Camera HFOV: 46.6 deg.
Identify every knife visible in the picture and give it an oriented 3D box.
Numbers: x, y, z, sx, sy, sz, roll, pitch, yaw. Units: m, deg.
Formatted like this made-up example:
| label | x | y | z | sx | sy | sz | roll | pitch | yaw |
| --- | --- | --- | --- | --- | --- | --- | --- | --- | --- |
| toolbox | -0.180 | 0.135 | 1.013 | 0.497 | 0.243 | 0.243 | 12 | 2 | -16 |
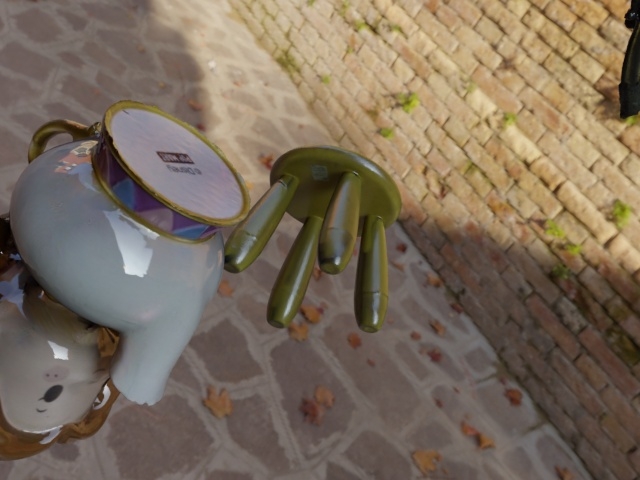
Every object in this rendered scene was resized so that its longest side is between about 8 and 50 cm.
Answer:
| label | x | y | z | sx | sy | sz | roll | pitch | yaw |
| --- | --- | --- | --- | --- | --- | --- | --- | --- | --- |
| knife | 0.223 | -0.176 | 0.489 | 0.045 | 0.222 | 0.021 | -15 | 44 | -2 |

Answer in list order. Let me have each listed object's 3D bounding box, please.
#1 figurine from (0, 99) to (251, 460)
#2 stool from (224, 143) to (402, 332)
| label | x | y | z | sx | sy | sz | roll | pitch | yaw |
| --- | --- | --- | --- | --- | --- | --- | --- | --- | --- |
| figurine | -0.165 | 0.037 | 0.484 | 0.142 | 0.263 | 0.190 | 3 | 47 | -56 |
| stool | 0.000 | 0.000 | 0.579 | 0.135 | 0.134 | 0.111 | 26 | 59 | -11 |
